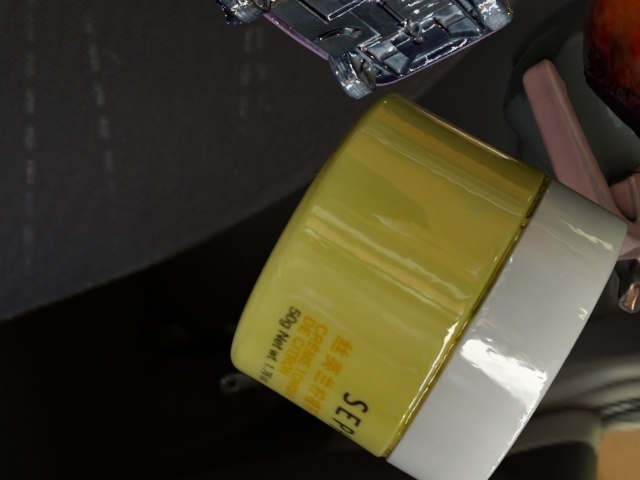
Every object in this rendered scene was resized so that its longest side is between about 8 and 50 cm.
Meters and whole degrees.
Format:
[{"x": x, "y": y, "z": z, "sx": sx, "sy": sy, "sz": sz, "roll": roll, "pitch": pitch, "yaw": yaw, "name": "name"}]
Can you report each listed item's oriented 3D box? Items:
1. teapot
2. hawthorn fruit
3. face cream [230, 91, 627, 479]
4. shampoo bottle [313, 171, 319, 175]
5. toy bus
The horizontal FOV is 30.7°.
[{"x": 0.377, "y": -0.104, "z": 1.334, "sx": 0.376, "sy": 0.305, "sz": 0.362, "roll": -2, "pitch": 65, "yaw": -46, "name": "teapot"}, {"x": 0.338, "y": -0.171, "z": 0.944, "sx": 0.215, "sy": 0.250, "sz": 0.215, "roll": 39, "pitch": 35, "yaw": -34, "name": "hawthorn fruit"}, {"x": 0.070, "y": 0.035, "z": 0.779, "sx": 0.218, "sy": 0.179, "sz": 0.218, "roll": -58, "pitch": 173, "yaw": -11, "name": "face cream"}, {"x": 0.000, "y": 0.000, "z": 1.171, "sx": 0.027, "sy": 0.048, "sz": 0.137, "roll": -128, "pitch": -133, "yaw": -74, "name": "shampoo bottle"}, {"x": 0.011, "y": -0.146, "z": 0.535, "sx": 0.199, "sy": 0.096, "sz": 0.108, "roll": 21, "pitch": 47, "yaw": -61, "name": "toy bus"}]
